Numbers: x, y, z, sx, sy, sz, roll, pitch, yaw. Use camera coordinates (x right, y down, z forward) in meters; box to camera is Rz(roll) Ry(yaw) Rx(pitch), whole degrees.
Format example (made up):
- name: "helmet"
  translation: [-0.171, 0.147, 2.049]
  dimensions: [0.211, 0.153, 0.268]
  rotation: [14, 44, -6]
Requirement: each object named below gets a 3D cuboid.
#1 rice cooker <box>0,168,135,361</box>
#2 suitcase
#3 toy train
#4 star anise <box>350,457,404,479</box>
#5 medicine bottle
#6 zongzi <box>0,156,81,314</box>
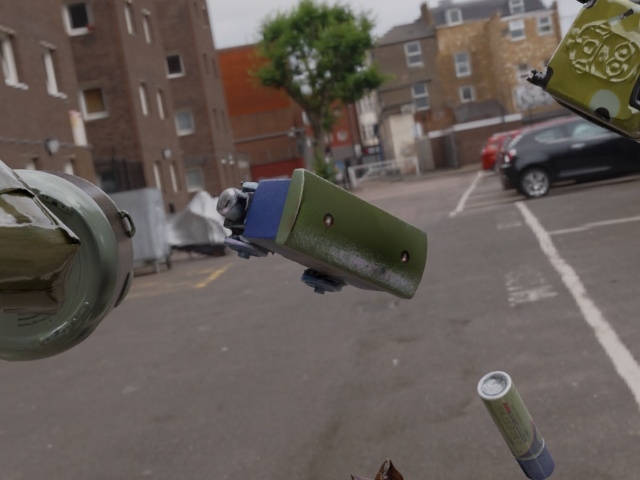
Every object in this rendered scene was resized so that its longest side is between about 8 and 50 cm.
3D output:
- name: "rice cooker"
  translation: [-0.496, 0.034, 1.437]
  dimensions: [0.335, 0.335, 0.325]
  rotation: [-10, 6, -6]
- name: "suitcase"
  translation: [0.485, -0.277, 1.337]
  dimensions: [0.235, 0.193, 0.143]
  rotation: [39, 16, 36]
- name: "toy train"
  translation: [0.000, 0.000, 1.236]
  dimensions: [0.300, 0.131, 0.202]
  rotation: [24, -13, -39]
- name: "star anise"
  translation: [0.136, 0.513, 1.566]
  dimensions: [0.111, 0.196, 0.212]
  rotation: [-26, -6, -13]
- name: "medicine bottle"
  translation: [0.327, 0.311, 1.378]
  dimensions: [0.059, 0.230, 0.059]
  rotation: [-23, 33, 16]
- name: "zongzi"
  translation: [-0.565, -0.055, 1.046]
  dimensions: [0.418, 0.181, 0.447]
  rotation: [-11, 41, -44]
